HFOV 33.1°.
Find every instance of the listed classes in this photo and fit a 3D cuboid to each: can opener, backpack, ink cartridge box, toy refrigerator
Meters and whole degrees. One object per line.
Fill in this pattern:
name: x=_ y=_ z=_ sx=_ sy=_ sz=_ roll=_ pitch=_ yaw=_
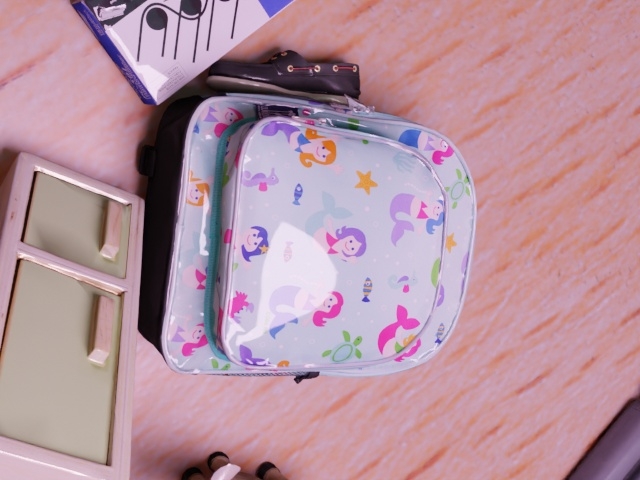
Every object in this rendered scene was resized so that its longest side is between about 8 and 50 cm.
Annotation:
can opener: x=0.329 y=0.196 z=1.050 sx=0.280 sy=0.093 sz=0.074 roll=-45 pitch=112 yaw=-6
backpack: x=0.000 y=0.000 z=0.838 sx=0.253 sy=0.191 sz=0.225 roll=6 pitch=94 yaw=-28
ink cartridge box: x=-0.081 y=-0.206 z=0.843 sx=0.207 sy=0.046 sz=0.097 roll=-40 pitch=111 yaw=-13
toy refrigerator: x=-0.182 y=0.063 z=0.716 sx=0.102 sy=0.269 sz=0.094 roll=22 pitch=124 yaw=-23

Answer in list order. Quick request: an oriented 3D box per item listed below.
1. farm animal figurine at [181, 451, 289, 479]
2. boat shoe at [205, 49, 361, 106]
farm animal figurine: x=-0.165 y=0.229 z=0.800 sx=0.330 sy=0.172 sz=0.327 roll=-36 pitch=109 yaw=-14
boat shoe: x=-0.029 y=-0.132 z=0.876 sx=0.133 sy=0.049 sz=0.042 roll=4 pitch=85 yaw=-22
